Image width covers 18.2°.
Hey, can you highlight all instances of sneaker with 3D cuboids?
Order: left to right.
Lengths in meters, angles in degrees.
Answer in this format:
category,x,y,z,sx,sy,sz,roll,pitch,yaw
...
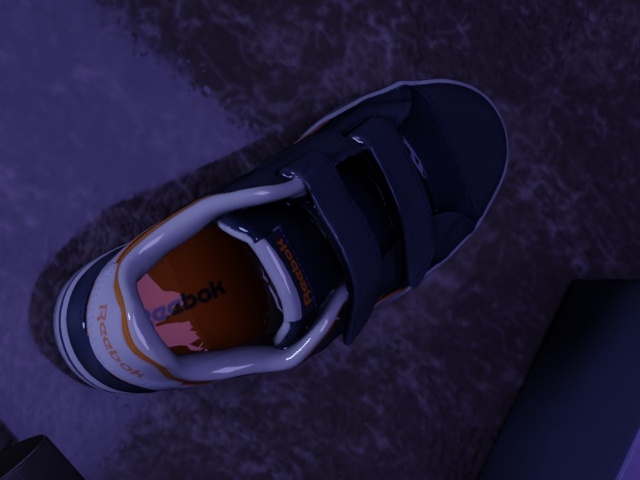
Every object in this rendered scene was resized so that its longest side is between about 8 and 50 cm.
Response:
category,x,y,z,sx,sy,sz,roll,pitch,yaw
sneaker,0.000,0.000,1.201,0.321,0.127,0.126,-31,99,-20

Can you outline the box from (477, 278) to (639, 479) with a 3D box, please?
category,x,y,z,sx,sy,sz,roll,pitch,yaw
box,0.252,0.219,1.267,0.294,0.183,0.296,30,79,-17

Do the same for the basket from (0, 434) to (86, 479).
category,x,y,z,sx,sy,sz,roll,pitch,yaw
basket,-0.146,0.237,1.130,0.204,0.154,0.227,-37,98,-43
